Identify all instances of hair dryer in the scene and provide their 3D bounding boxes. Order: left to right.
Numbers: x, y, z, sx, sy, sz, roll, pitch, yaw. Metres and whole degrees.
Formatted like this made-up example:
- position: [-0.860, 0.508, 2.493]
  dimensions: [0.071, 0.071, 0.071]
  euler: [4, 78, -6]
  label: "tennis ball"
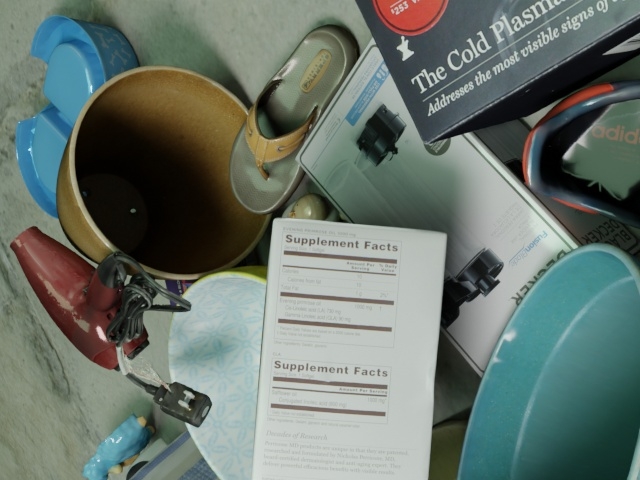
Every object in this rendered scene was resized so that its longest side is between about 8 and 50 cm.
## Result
- position: [-0.224, 0.057, 0.850]
  dimensions: [0.294, 0.080, 0.223]
  euler: [22, 134, 29]
  label: "hair dryer"

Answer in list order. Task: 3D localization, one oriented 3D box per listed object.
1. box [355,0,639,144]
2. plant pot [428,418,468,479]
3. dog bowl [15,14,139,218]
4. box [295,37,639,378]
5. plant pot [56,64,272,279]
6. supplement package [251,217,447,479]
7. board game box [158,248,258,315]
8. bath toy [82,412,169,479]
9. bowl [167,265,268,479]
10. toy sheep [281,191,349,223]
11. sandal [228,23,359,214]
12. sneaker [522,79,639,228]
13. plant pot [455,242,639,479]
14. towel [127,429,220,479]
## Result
- position: [0.172, -0.287, 0.548]
  dimensions: [0.343, 0.179, 0.312]
  euler: [-29, 83, 42]
  label: "box"
- position: [0.120, 0.400, 0.761]
  dimensions: [0.305, 0.334, 0.334]
  euler: [50, 131, 2]
  label: "plant pot"
- position: [-0.333, -0.167, 1.097]
  dimensions: [0.166, 0.074, 0.297]
  euler: [42, 127, 22]
  label: "dog bowl"
- position: [0.126, -0.038, 0.734]
  dimensions: [0.290, 0.087, 0.169]
  euler: [51, 131, 15]
  label: "box"
- position: [-0.218, -0.055, 0.956]
  dimensions: [0.254, 0.237, 0.237]
  euler: [-16, 94, 56]
  label: "plant pot"
- position: [0.017, 0.110, 0.647]
  dimensions: [0.134, 0.139, 0.244]
  euler: [5, 87, -3]
  label: "supplement package"
- position: [-0.133, 0.087, 1.028]
  dimensions: [0.141, 0.048, 0.170]
  euler: [-4, 102, 40]
  label: "board game box"
- position: [-0.199, 0.414, 1.145]
  dimensions: [0.348, 0.129, 0.151]
  euler: [38, 160, 26]
  label: "bath toy"
- position: [-0.015, 0.148, 0.871]
  dimensions: [0.289, 0.156, 0.289]
  euler: [17, 116, 38]
  label: "bowl"
- position: [0.000, 0.000, 0.860]
  dimensions: [0.091, 0.091, 0.132]
  euler: [25, 144, 33]
  label: "toy sheep"
- position: [-0.036, -0.125, 0.833]
  dimensions: [0.090, 0.060, 0.219]
  euler: [39, 112, 10]
  label: "sandal"
- position: [0.303, -0.047, 0.535]
  dimensions: [0.350, 0.148, 0.131]
  euler: [5, 108, 38]
  label: "sneaker"
- position: [0.263, 0.172, 0.550]
  dimensions: [0.255, 0.271, 0.271]
  euler: [20, 124, -5]
  label: "plant pot"
- position: [-0.120, 0.308, 0.971]
  dimensions: [0.285, 0.209, 0.034]
  euler: [7, 127, 47]
  label: "towel"
